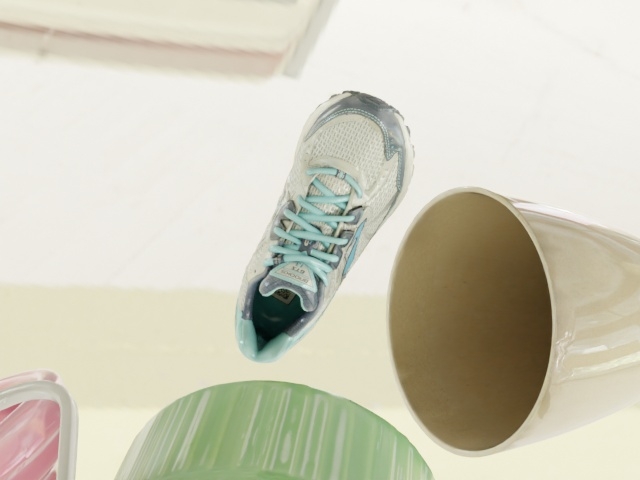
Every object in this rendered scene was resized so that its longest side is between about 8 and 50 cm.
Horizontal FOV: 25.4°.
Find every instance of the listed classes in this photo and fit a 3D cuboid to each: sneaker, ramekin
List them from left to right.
[{"bbox_3d":[-0.041,0.255,1.139,0.303,0.303,0.148,18,-142,-4],"label":"ramekin"},{"bbox_3d":[0.000,0.000,1.264,0.110,0.283,0.122,23,-146,-1],"label":"sneaker"}]

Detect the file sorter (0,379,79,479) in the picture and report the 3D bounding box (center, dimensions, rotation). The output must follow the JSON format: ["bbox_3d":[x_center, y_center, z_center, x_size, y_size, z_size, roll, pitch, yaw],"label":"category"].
[{"bbox_3d":[-0.118,0.226,0.587,0.193,0.277,0.173,-22,-146,10],"label":"file sorter"}]

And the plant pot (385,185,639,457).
[{"bbox_3d":[0.250,0.079,1.409,0.274,0.256,0.256,1,-142,-32],"label":"plant pot"}]

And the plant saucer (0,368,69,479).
[{"bbox_3d":[-0.314,0.210,1.004,0.084,0.332,0.332,61,-143,-9],"label":"plant saucer"}]
